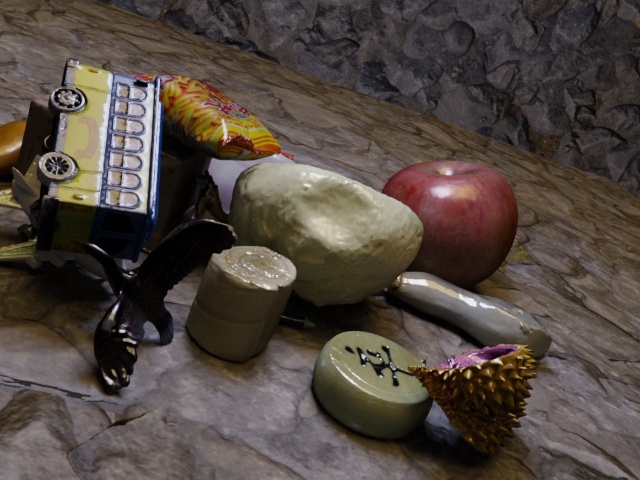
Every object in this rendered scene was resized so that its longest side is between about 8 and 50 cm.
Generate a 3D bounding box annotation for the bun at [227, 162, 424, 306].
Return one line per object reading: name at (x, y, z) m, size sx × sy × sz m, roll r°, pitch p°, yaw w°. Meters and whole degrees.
bun at (0.000, 0.000, 1.416) m, size 0.349 × 0.227 × 0.352 m, roll 20°, pitch -1°, yaw 20°

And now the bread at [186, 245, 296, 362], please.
bread at (-0.123, 0.090, 1.217) m, size 0.134 × 0.141 × 0.148 m, roll 25°, pitch 21°, yaw 4°

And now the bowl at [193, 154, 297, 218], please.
bowl at (-0.138, -0.109, 1.671) m, size 0.287 × 0.143 × 0.287 m, roll 19°, pitch 23°, yaw -8°

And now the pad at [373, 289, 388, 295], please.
pad at (0.052, 0.080, 1.595) m, size 0.157 × 0.003 × 0.112 m, roll 5°, pitch 28°, yaw -37°

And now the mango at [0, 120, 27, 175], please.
mango at (-0.578, -0.173, 1.476) m, size 0.102 × 0.084 × 0.184 m, roll 12°, pitch 26°, yaw 9°

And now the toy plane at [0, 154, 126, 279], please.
toy plane at (-0.400, -0.019, 1.240) m, size 0.255 × 0.101 × 0.251 m, roll 41°, pitch 62°, yaw 7°

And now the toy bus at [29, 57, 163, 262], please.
toy bus at (-0.333, -0.124, 1.191) m, size 0.175 × 0.138 × 0.287 m, roll 9°, pitch 54°, yaw -19°

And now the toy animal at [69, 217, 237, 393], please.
toy animal at (-0.274, 0.076, 1.104) m, size 0.197 × 0.160 × 0.272 m, roll 30°, pitch 59°, yaw 0°

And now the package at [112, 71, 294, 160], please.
package at (-0.205, -0.212, 1.398) m, size 0.288 × 0.108 × 0.223 m, roll 37°, pitch 19°, yaw 19°

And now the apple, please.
apple at (0.281, -0.033, 1.759) m, size 0.345 × 0.269 × 0.344 m, roll 1°, pitch 18°, yaw 0°

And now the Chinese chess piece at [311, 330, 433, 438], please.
Chinese chess piece at (0.081, 0.216, 1.199) m, size 0.189 × 0.083 × 0.188 m, roll 20°, pitch 24°, yaw -9°

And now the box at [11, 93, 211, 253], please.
box at (-0.372, -0.141, 1.460) m, size 0.297 × 0.190 × 0.225 m, roll 23°, pitch 21°, yaw 1°

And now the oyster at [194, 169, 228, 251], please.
oyster at (-0.203, -0.047, 1.464) m, size 0.081 × 0.163 × 0.191 m, roll -1°, pitch 2°, yaw -15°

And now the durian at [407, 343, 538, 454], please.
durian at (0.255, 0.237, 1.196) m, size 0.154 × 0.186 × 0.260 m, roll -3°, pitch 11°, yaw 25°

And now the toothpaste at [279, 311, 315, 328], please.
toothpaste at (-0.075, 0.127, 1.339) m, size 0.140 × 0.021 × 0.037 m, roll 16°, pitch 15°, yaw -11°

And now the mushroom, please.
mushroom at (0.290, 0.140, 1.568) m, size 0.352 × 0.097 × 0.109 m, roll 23°, pitch 19°, yaw 12°
